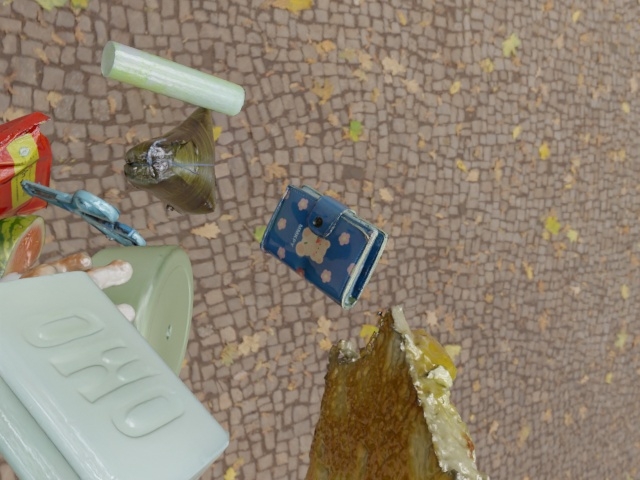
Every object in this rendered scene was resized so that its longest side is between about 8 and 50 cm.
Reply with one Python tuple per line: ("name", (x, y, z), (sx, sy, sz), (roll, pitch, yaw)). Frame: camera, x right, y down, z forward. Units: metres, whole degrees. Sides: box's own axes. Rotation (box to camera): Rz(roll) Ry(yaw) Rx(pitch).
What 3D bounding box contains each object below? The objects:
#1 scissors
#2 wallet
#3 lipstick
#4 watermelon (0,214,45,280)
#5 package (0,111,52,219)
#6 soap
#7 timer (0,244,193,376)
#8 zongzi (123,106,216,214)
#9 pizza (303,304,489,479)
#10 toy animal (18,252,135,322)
("scissors", (-0.528, -0.072, 1.092), (0.032, 0.392, 0.180), (-56, 147, -25))
("wallet", (-0.001, 0.000, 0.808), (0.059, 0.202, 0.141), (18, 101, -52))
("lipstick", (-0.296, -0.332, 1.063), (0.304, 0.076, 0.076), (6, 92, -44))
("watermelon", (-0.852, -0.002, 1.370), (0.128, 0.303, 0.159), (13, 98, -15))
("package", (-0.884, -0.192, 1.443), (0.123, 0.423, 0.196), (39, 46, 0))
("soap", (-0.174, 0.117, 0.377), (0.066, 0.198, 0.119), (-51, 166, 19))
("timer", (-0.401, 0.131, 0.840), (0.315, 0.291, 0.291), (8, 91, 0))
("zongzi", (-0.462, -0.328, 1.622), (0.207, 0.403, 0.433), (3, 80, 12))
("pizza", (0.068, 0.196, 0.524), (0.089, 0.323, 0.223), (16, 58, -16))
("toy animal", (-0.319, 0.082, 0.529), (0.183, 0.185, 0.104), (-4, 105, 7))
